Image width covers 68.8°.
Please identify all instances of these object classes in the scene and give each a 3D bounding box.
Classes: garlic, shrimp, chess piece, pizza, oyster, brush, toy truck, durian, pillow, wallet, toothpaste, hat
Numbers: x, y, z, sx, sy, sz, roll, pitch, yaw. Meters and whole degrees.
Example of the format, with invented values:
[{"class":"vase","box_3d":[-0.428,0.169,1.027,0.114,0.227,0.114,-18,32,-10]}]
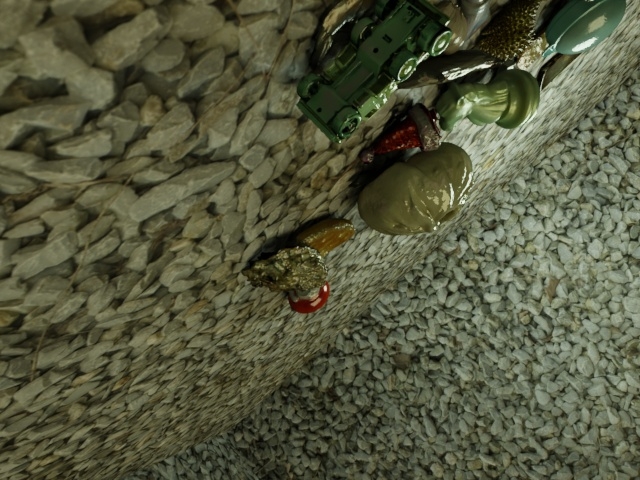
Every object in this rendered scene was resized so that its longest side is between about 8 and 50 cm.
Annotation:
[{"class":"garlic","box_3d":[0.261,-0.431,0.964,0.094,0.074,0.113,-39,148,26]},{"class":"shrimp","box_3d":[0.044,-0.333,0.817,0.150,0.051,0.217,-23,147,-35]},{"class":"chess piece","box_3d":[0.450,-0.386,1.323,0.298,0.175,0.175,-13,151,-20]},{"class":"pizza","box_3d":[0.000,0.000,1.444,0.292,0.058,0.197,-15,149,-48]},{"class":"oyster","box_3d":[-0.087,0.089,1.346,0.198,0.092,0.260,-34,152,29]},{"class":"brush","box_3d":[0.152,-0.195,1.346,0.190,0.034,0.027,-29,120,-36]},{"class":"toy truck","box_3d":[0.093,-0.274,0.786,0.259,0.128,0.135,-43,159,5]},{"class":"durian","box_3d":[0.495,-0.527,1.159,0.208,0.102,0.146,-53,152,21]},{"class":"pillow","box_3d":[0.278,-0.384,1.042,0.255,0.169,0.059,-26,115,-34]},{"class":"wallet","box_3d":[0.882,-0.656,1.708,0.232,0.031,0.122,-42,157,-2]},{"class":"toothpaste","box_3d":[0.332,-0.491,1.005,0.089,0.057,0.234,-43,167,12]},{"class":"hat","box_3d":[0.207,-0.264,1.224,0.228,0.128,0.140,-25,-173,8]}]

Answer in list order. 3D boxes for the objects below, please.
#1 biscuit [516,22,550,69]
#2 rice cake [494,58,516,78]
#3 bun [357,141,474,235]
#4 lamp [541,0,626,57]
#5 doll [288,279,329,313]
[{"class":"biscuit","box_3d":[0.692,-0.623,1.423,0.247,0.029,0.118,-42,153,6]},{"class":"rice cake","box_3d":[0.553,-0.484,1.457,0.047,0.036,0.206,-24,159,-7]},{"class":"bun","box_3d":[0.291,-0.132,1.375,0.365,0.219,0.365,-31,177,-2]},{"class":"lamp","box_3d":[0.750,-0.633,1.291,0.209,0.147,0.284,-23,147,-29]},{"class":"doll","box_3d":[-0.043,0.193,1.684,0.161,0.130,0.290,-39,167,-11]}]
